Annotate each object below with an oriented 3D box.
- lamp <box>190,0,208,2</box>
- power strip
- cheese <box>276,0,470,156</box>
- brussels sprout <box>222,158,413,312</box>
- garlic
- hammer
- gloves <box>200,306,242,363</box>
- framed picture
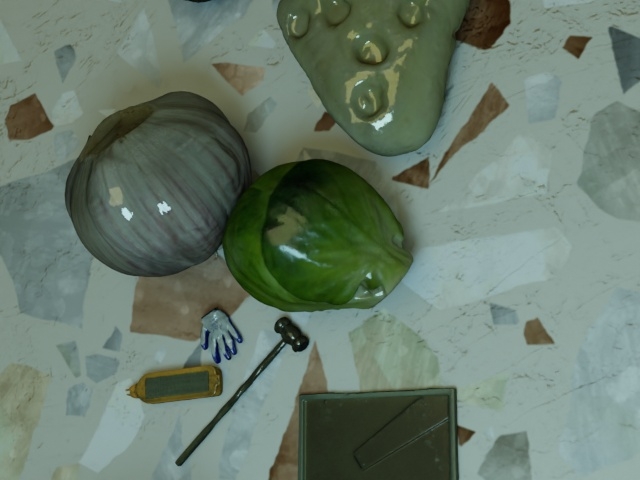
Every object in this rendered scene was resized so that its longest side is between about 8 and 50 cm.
[{"bbox_3d":[-0.210,-0.499,2.006,0.161,0.161,0.185,-30,68,16],"label":"lamp"},{"bbox_3d":[-0.231,0.230,1.913,0.178,0.028,0.049,-9,74,22],"label":"power strip"},{"bbox_3d":[0.129,-0.306,1.814,0.351,0.129,0.328,-29,66,18],"label":"cheese"},{"bbox_3d":[0.000,0.000,1.765,0.271,0.210,0.219,26,64,6],"label":"brussels sprout"},{"bbox_3d":[-0.247,-0.071,1.856,0.317,0.259,0.317,-32,31,22],"label":"garlic"},{"bbox_3d":[-0.129,0.243,1.867,0.292,0.029,0.058,-50,61,9],"label":"hammer"},{"bbox_3d":[-0.160,0.151,1.901,0.064,0.026,0.086,-38,70,14],"label":"gloves"},{"bbox_3d":[0.080,0.309,1.758,0.250,0.016,0.184,-7,75,23],"label":"framed picture"}]
